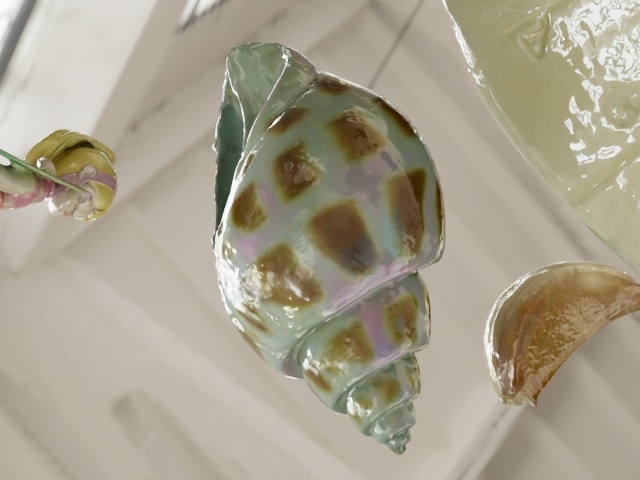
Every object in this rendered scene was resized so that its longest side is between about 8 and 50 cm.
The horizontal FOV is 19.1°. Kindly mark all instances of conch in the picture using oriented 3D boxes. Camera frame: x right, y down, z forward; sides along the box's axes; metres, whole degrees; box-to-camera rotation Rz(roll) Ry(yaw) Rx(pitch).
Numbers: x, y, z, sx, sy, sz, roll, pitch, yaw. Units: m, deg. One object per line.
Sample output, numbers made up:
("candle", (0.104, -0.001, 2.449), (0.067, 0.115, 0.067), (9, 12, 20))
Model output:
("conch", (0.000, -0.001, 1.629), (0.197, 0.249, 0.368), (16, -117, -21))

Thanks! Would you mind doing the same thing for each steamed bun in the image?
("steamed bun", (0.373, -0.200, 1.813), (0.456, 0.371, 0.290), (53, -150, -4))

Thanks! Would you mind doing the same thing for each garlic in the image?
("garlic", (0.255, 0.076, 2.037), (0.115, 0.206, 0.128), (57, -179, -34))

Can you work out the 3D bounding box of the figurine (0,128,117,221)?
("figurine", (-0.242, -0.057, 1.608), (0.187, 0.083, 0.083), (-2, -133, -47))
